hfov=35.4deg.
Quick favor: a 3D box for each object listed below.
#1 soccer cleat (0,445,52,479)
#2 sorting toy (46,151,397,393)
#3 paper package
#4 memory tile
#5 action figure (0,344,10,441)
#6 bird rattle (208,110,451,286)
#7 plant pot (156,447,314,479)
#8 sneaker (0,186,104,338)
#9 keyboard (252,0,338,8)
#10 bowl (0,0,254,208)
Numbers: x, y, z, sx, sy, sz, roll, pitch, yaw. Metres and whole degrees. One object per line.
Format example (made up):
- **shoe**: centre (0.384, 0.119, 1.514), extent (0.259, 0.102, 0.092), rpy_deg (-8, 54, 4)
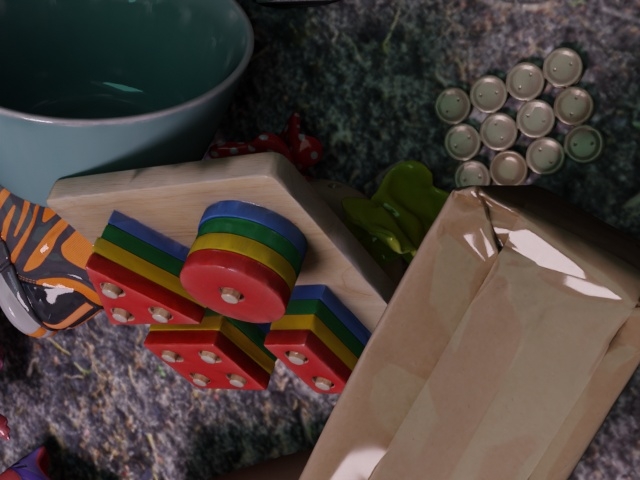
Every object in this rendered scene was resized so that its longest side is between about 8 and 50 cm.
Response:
- **soccer cleat**: centre (-0.235, 0.347, 1.103), extent (0.318, 0.109, 0.116), rpy_deg (29, 60, 16)
- **sorting toy**: centre (-0.083, 0.046, 0.879), extent (0.257, 0.255, 0.089), rpy_deg (-4, 54, 35)
- **paper package**: centre (0.145, 0.117, 0.817), extent (0.168, 0.325, 0.310), rpy_deg (31, 104, 16)
- **memory tile**: centre (0.187, -0.109, 0.952), extent (0.148, 0.012, 0.113), rpy_deg (-17, 88, 21)
- **action figure**: centre (-0.447, 0.073, 1.149), extent (0.275, 0.248, 0.370), rpy_deg (-39, 78, -4)
- **bird rattle**: centre (0.000, 0.000, 0.979), extent (0.253, 0.143, 0.207), rpy_deg (16, 116, 23)
- **plant pot**: centre (-0.049, 0.317, 0.975), extent (0.229, 0.263, 0.263), rpy_deg (-31, 82, 2)
- **sneaker**: centre (-0.307, -0.066, 1.106), extent (0.180, 0.124, 0.321), rpy_deg (-27, 94, 17)
- **keyboard**: centre (-0.045, -0.397, 1.014), extent (0.201, 0.033, 0.317), rpy_deg (2, 94, 15)
- **bowl**: centre (-0.224, -0.142, 0.986), extent (0.311, 0.311, 0.163), rpy_deg (25, 134, 18)
